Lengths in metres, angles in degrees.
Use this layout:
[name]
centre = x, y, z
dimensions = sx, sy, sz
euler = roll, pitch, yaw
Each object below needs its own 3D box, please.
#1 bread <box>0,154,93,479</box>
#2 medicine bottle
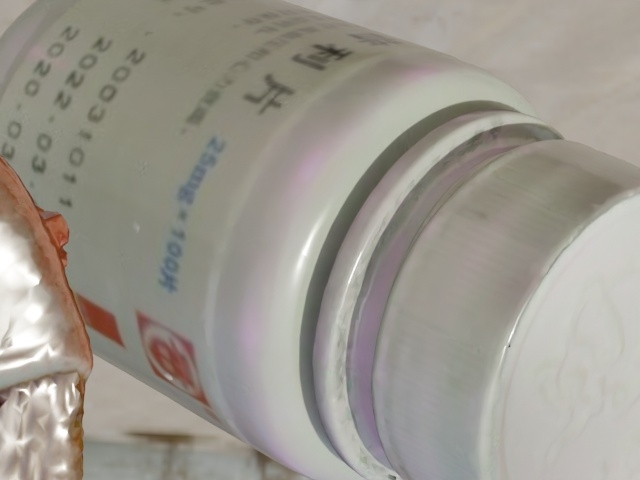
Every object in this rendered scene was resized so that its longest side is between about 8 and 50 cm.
[bread]
centre = -0.127, 0.030, 0.341
dimensions = 0.160, 0.160, 0.073
euler = 9, -176, -25
[medicine bottle]
centre = 0.000, 0.000, 0.661
dimensions = 0.293, 0.170, 0.170
euler = 26, -177, 41
